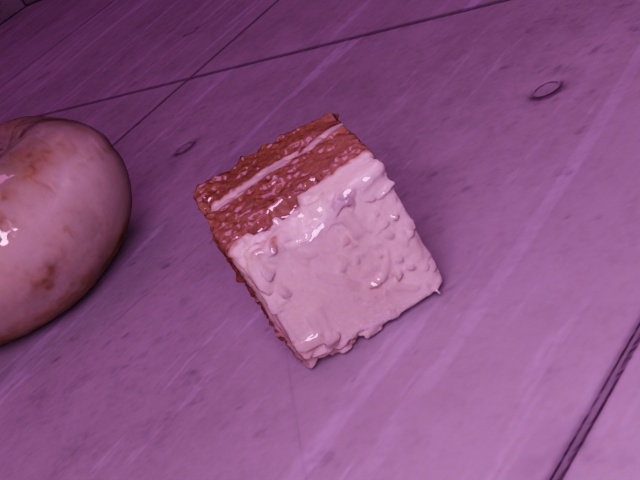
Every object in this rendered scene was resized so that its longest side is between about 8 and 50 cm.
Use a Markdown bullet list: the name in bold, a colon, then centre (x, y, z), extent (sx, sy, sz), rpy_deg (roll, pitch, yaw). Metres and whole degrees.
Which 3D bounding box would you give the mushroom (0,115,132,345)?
- **mushroom**: centre (-0.350, -0.049, 1.057), extent (0.297, 0.290, 0.297), rpy_deg (-25, 26, 13)

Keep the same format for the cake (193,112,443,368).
- **cake**: centre (0.000, 0.000, 0.764), extent (0.135, 0.134, 0.147), rpy_deg (-34, 34, -4)
